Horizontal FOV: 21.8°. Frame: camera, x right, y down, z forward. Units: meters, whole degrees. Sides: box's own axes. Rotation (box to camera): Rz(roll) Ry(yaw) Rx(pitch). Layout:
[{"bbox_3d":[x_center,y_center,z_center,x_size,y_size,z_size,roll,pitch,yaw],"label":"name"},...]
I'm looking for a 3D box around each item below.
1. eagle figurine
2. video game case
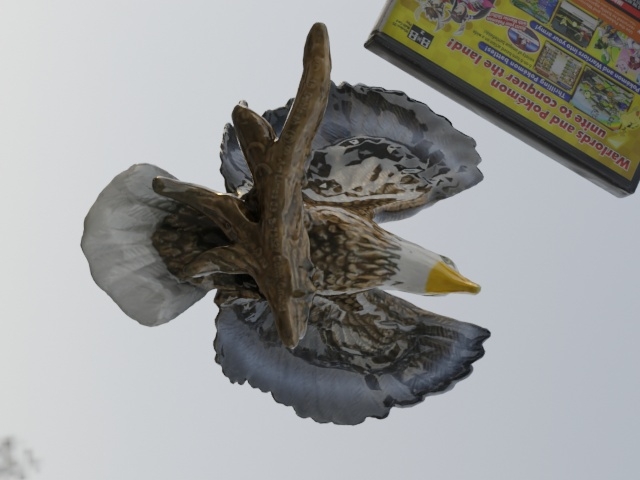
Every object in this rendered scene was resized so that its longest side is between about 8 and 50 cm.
[{"bbox_3d":[0.009,0.006,1.121,0.225,0.226,0.298,48,9,12],"label":"eagle figurine"},{"bbox_3d":[0.208,-0.211,1.484,0.248,0.275,0.035,-64,-168,-15],"label":"video game case"}]
